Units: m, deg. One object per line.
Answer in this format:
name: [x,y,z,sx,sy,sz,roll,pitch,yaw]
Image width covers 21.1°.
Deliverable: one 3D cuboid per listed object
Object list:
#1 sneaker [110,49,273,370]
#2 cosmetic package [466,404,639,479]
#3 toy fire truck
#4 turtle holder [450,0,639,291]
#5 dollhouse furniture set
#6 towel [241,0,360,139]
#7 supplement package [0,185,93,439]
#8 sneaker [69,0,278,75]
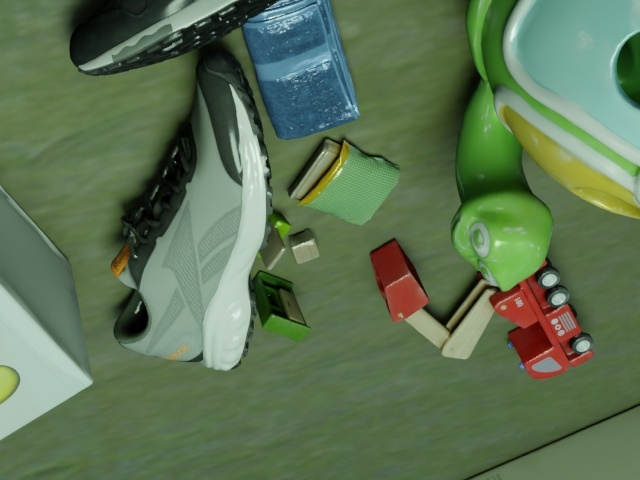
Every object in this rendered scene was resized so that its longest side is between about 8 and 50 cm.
sneaker: [-0.096,-0.013,1.257,0.108,0.100,0.271,2,125,-13]
cosmetic package: [0.285,0.251,1.564,0.309,0.113,0.160,-24,129,2]
toy fire truck: [0.135,0.057,1.413,0.135,0.047,0.192,-28,130,5]
turtle holder: [0.209,-0.120,1.162,0.320,0.227,0.243,-23,143,7]
dollhouse furniture set: [0.000,0.000,1.320,0.076,0.058,0.152,23,116,-30]
towel: [-0.015,-0.128,1.239,0.067,0.029,0.119,-19,129,-3]
supplement package: [-0.302,0.051,1.203,0.203,0.149,0.194,-32,127,7]
sneaker: [-0.064,-0.214,1.134,0.283,0.107,0.124,-28,89,24]
